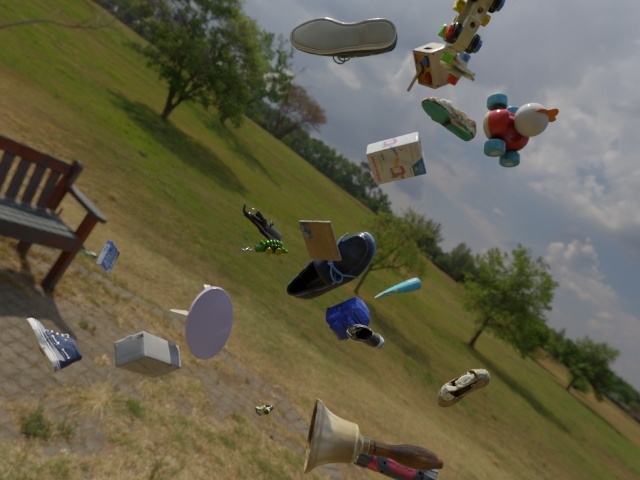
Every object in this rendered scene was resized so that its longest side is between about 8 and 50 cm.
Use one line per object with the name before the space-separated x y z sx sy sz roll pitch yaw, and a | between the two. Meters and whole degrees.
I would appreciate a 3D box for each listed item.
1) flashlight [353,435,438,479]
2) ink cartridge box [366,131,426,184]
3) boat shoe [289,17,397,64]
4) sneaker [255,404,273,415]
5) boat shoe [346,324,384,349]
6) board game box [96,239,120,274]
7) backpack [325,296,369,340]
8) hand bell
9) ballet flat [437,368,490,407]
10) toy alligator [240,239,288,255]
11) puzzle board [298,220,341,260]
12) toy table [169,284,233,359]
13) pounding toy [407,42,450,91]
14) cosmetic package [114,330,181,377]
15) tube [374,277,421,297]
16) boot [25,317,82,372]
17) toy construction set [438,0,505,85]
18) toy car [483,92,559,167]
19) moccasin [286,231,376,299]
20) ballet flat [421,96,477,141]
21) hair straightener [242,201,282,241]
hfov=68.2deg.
flashlight | 0.269 0.799 1.688 0.303 0.103 0.103 21 -38 -2
ink cartridge box | 0.175 -0.187 1.093 0.052 0.122 0.089 -74 147 -50
boat shoe | 0.056 -0.480 1.133 0.254 0.095 0.079 -2 -6 10
sneaker | -0.192 0.582 1.624 0.035 0.031 0.083 -18 0 -44
boat shoe | 0.104 0.231 1.171 0.040 0.049 0.142 45 -17 -24
board game box | -0.726 0.060 1.621 0.020 0.090 0.090 14 -28 3
backpack | 0.089 0.238 1.417 0.098 0.120 0.101 53 16 -24
hand bell | 0.099 0.370 0.841 0.241 0.126 0.126 12 4 0
ballet flat | 0.422 0.448 1.453 0.067 0.206 0.073 23 35 -33
toy alligator | -0.208 0.021 1.801 0.189 0.051 0.056 4 21 -26
puzzle board | 0.000 0.000 1.284 0.096 0.011 0.128 3 -54 29
toy table | -0.448 0.307 1.848 0.252 0.275 0.160 24 -5 -28
pounding toy | 0.334 -0.533 1.475 0.141 0.100 0.130 -125 -166 -59
cosmetic package | -0.631 0.424 1.739 0.238 0.127 0.107 51 19 -62
tube | 0.317 0.197 1.914 0.207 0.080 0.052 -11 69 -32
boot | -0.778 0.294 1.379 0.086 0.069 0.190 -20 63 -48
toy construction set | 0.376 -0.565 1.204 0.151 0.328 0.215 9 21 -7
toy car | 0.716 -0.401 1.647 0.210 0.219 0.237 19 -17 -38
moccasin | 0.029 0.098 1.461 0.116 0.342 0.138 -2 55 -50
ballet flat | 0.443 -0.430 1.620 0.240 0.077 0.091 31 -21 -24
hair straightener | -0.221 -0.075 1.867 0.230 0.089 0.047 50 37 -35
